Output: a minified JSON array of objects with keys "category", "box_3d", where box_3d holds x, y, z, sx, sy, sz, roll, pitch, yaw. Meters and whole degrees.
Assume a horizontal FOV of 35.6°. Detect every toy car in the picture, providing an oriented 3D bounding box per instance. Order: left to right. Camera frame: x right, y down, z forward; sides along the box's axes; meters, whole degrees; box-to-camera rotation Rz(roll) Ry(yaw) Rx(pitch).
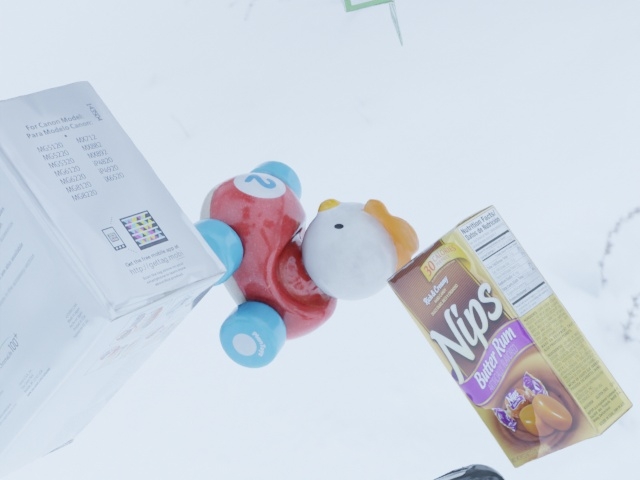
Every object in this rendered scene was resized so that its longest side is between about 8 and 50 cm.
[{"category":"toy car","box_3d":[0.000,0.000,1.146,0.238,0.210,0.219,-18,17,29]}]

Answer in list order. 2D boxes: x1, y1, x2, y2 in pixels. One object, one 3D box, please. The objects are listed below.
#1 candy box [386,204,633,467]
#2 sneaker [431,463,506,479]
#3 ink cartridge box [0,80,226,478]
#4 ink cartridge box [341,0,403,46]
[{"category":"candy box","box_3d":[0.144,0.078,0.784,0.053,0.186,0.109,-27,-10,-35]},{"category":"sneaker","box_3d":[0.052,0.241,0.860,0.229,0.086,0.132,-41,23,11]},{"category":"ink cartridge box","box_3d":[-0.270,0.021,0.851,0.130,0.272,0.309,-24,-16,-50]},{"category":"ink cartridge box","box_3d":[0.041,-0.332,1.155,0.062,0.209,0.109,-14,31,3]}]
